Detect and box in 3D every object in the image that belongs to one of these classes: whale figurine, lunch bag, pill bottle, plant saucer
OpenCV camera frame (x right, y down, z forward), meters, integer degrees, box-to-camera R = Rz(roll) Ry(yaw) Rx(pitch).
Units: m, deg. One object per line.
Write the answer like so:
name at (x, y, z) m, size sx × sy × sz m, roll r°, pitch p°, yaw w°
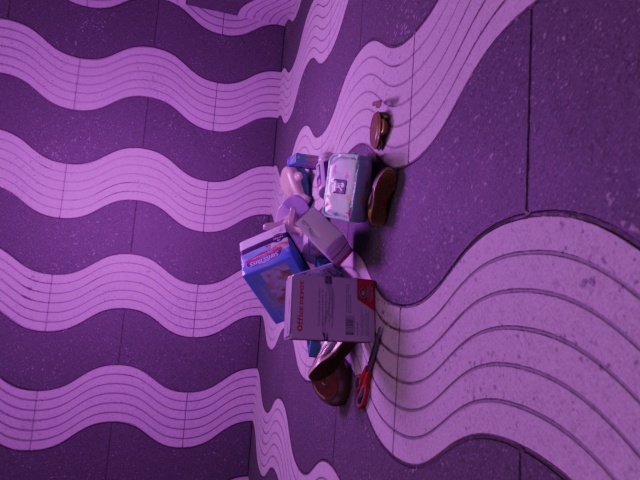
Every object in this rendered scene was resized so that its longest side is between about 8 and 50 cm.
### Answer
whale figurine at (-0.105, -0.281, 2.485) m, size 0.272 × 0.141 × 0.216 m, roll 57°, pitch 146°, yaw 28°
lunch bag at (0.094, -0.176, 1.560) m, size 0.262 × 0.160 × 0.223 m, roll -121°, pitch 39°, yaw -80°
pill bottle at (0.036, -0.270, 1.940) m, size 0.108 × 0.108 × 0.193 m, roll 116°, pitch 155°, yaw -52°
plant saucer at (0.025, 0.495, 1.675) m, size 0.198 × 0.036 × 0.199 m, roll 3°, pitch 95°, yaw 47°

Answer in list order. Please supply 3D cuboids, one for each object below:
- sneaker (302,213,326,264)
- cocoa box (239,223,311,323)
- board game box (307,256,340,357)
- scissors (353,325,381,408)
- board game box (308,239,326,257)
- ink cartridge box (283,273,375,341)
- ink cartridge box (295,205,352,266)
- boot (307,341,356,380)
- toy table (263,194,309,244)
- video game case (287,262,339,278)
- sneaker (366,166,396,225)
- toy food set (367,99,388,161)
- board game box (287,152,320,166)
sneaker at (-0.023, -0.023, 2.073) m, size 0.292 × 0.108 × 0.169 m, roll -110°, pitch 26°, yaw -60°
cocoa box at (-0.173, 0.153, 2.054) m, size 0.228 × 0.231 × 0.347 m, roll -105°, pitch -9°, yaw -50°
board game box at (0.006, 0.255, 1.847) m, size 0.254 × 0.079 × 0.336 m, roll -113°, pitch 30°, yaw -80°
scissors at (0.154, 0.399, 1.444) m, size 0.109 × 0.021 × 0.297 m, roll -100°, pitch 22°, yaw -51°
board game box at (0.000, 0.000, 1.983) m, size 0.026 × 0.103 × 0.154 m, roll 119°, pitch 153°, yaw -56°
ink cartridge box at (0.026, 0.219, 1.484) m, size 0.114 × 0.272 × 0.197 m, roll 138°, pitch 136°, yaw -67°
ink cartridge box at (0.017, -0.010, 1.653) m, size 0.092 × 0.158 × 0.218 m, roll -46°, pitch -21°, yaw -1°
boot at (0.015, 0.373, 1.648) m, size 0.213 × 0.077 × 0.165 m, roll -47°, pitch 35°, yaw 0°
toy table at (-0.149, -0.074, 2.343) m, size 0.161 × 0.252 × 0.274 m, roll -79°, pitch -11°, yaw -67°
video game case at (0.006, 0.180, 1.610) m, size 0.023 × 0.201 × 0.183 m, roll -41°, pitch 70°, yaw 45°
sneaker at (0.178, -0.143, 1.449) m, size 0.084 × 0.069 × 0.185 m, roll -116°, pitch 37°, yaw -62°
toy food set at (0.193, -0.362, 1.550) m, size 0.132 × 0.038 × 0.192 m, roll -111°, pitch 24°, yaw -73°
board game box at (-0.063, -0.375, 2.244) m, size 0.210 × 0.160 × 0.047 m, roll -170°, pitch 85°, yaw -75°
